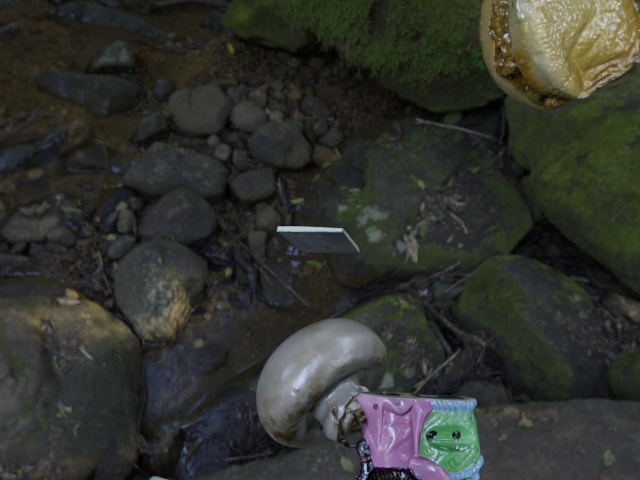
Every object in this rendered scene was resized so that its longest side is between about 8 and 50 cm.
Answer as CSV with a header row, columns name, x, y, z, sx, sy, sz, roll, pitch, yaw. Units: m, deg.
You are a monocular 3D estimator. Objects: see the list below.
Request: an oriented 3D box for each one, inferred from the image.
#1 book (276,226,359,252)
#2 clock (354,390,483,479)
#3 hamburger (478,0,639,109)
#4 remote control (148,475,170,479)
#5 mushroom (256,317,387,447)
name,x,y,z,sx,sy,sz,roll,pitch,yaw
book,0.000,0.000,1.117,0.127,0.182,0.014,1,77,14
clock,0.145,0.328,0.852,0.194,0.100,0.195,5,79,-3
hamburger,0.304,-0.273,0.724,0.214,0.213,0.108,-11,9,-16
remote control,-0.285,0.519,0.861,0.145,0.050,0.344,25,30,7
mushroom,0.025,0.370,1.401,0.363,0.362,0.294,-25,50,-26
